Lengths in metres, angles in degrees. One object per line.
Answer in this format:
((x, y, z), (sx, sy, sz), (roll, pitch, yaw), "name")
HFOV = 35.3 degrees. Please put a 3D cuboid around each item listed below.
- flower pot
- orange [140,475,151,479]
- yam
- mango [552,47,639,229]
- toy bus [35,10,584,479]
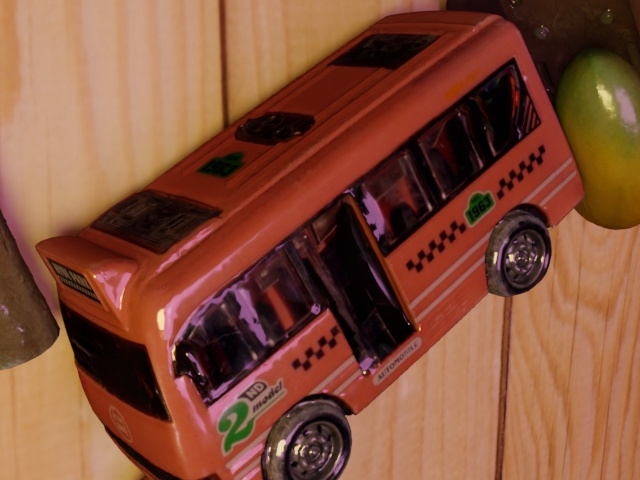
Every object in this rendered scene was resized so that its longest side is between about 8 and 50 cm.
((0.241, -0.194, 0.970), (0.251, 0.178, 0.084), (58, 38, -35), "flower pot")
((-0.096, 0.253, 0.850), (0.156, 0.124, 0.156), (-9, 106, -34), "orange")
((-0.243, 0.011, 0.694), (0.068, 0.068, 0.169), (-34, 122, -26), "yam")
((0.253, -0.081, 0.886), (0.091, 0.137, 0.237), (-28, 167, 7), "mango")
((0.000, 0.000, 0.801), (0.427, 0.203, 0.233), (-39, 120, -24), "toy bus")
